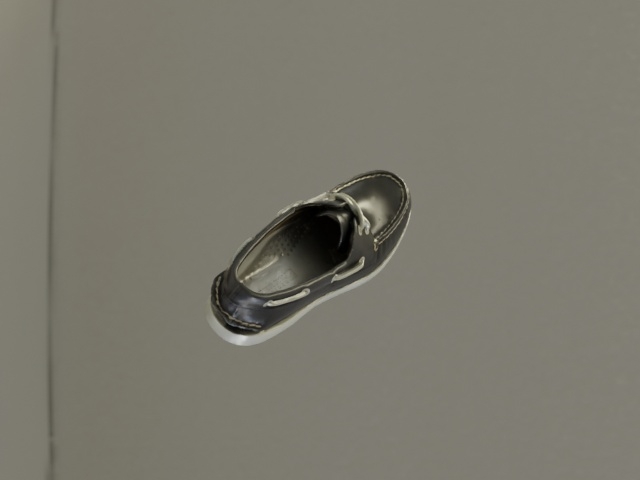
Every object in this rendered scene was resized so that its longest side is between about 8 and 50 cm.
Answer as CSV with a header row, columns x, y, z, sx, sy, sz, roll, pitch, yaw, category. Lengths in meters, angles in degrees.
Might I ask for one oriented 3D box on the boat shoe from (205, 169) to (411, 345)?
x,y,z,sx,sy,sz,roll,pitch,yaw,category
0.000,0.000,0.667,0.046,0.125,0.038,47,-35,15,boat shoe
